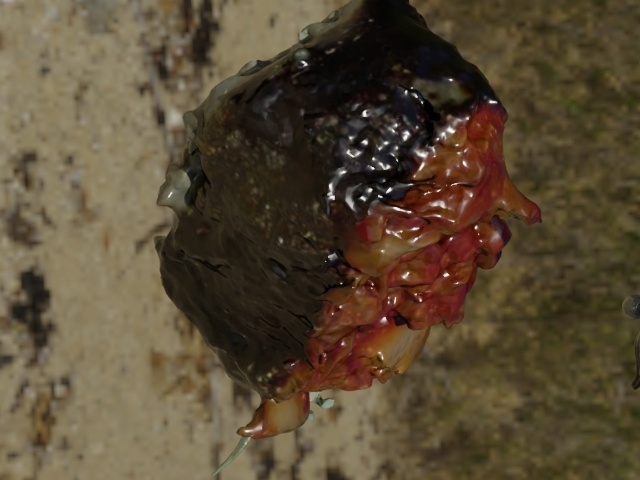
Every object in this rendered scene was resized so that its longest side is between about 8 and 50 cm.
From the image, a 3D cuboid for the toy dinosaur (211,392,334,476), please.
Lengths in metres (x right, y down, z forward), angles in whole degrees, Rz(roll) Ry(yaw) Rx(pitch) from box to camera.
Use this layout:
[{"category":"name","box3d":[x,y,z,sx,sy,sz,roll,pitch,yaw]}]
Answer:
[{"category":"toy dinosaur","box3d":[-0.019,0.128,1.314,0.037,0.180,0.058,58,-17,-20]}]

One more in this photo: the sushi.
[{"category":"sushi","box3d":[0.000,0.000,1.067,0.182,0.196,0.343,59,-26,22]}]

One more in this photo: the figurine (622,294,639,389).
[{"category":"figurine","box3d":[0.499,0.110,1.675,0.167,0.370,0.281,-75,160,-44]}]
